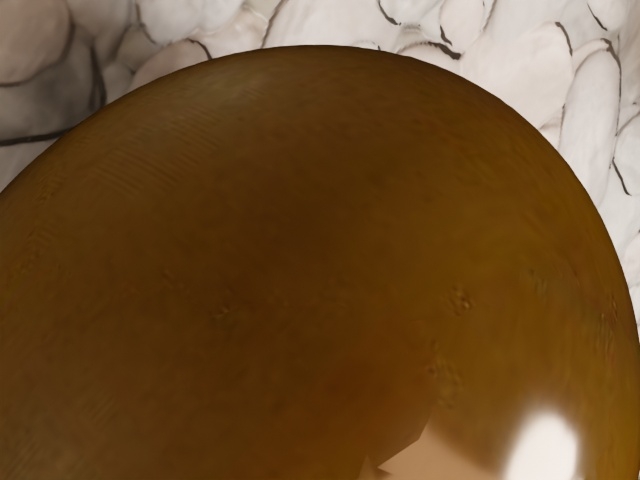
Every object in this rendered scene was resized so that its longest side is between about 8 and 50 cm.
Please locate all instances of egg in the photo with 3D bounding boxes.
[{"bbox_3d":[-0.030,0.089,0.486,0.282,0.282,0.351,29,104,-46],"label":"egg"}]
